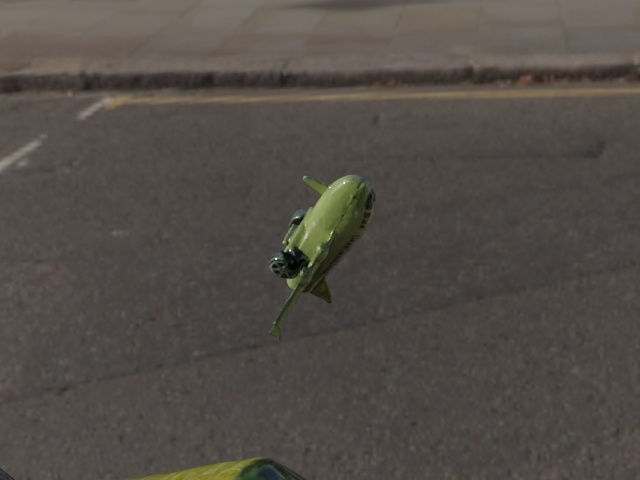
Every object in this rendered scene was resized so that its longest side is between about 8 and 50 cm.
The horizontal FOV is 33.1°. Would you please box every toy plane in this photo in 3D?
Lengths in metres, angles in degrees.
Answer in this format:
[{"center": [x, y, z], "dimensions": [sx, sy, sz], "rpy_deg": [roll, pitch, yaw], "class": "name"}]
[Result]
[{"center": [0.000, 0.000, 0.554], "dimensions": [0.040, 0.111, 0.102], "rpy_deg": [23, 52, 2], "class": "toy plane"}]

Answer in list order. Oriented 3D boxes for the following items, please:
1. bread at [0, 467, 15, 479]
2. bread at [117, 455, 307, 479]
[{"center": [-0.197, 0.084, 0.334], "dimensions": [0.160, 0.260, 0.147], "rpy_deg": [-14, 30, 54], "class": "bread"}, {"center": [-0.120, 0.310, 0.858], "dimensions": [0.376, 0.208, 0.251], "rpy_deg": [-18, 18, 49], "class": "bread"}]
